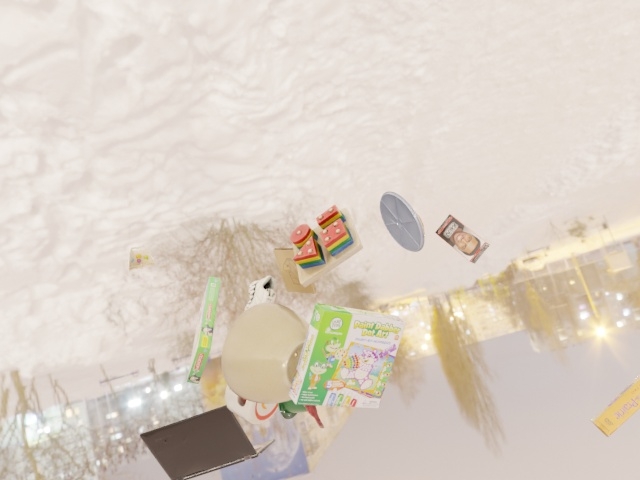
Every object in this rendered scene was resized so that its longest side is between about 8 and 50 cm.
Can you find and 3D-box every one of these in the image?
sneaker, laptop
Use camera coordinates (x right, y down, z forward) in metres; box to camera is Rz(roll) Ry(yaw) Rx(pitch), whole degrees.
[{"bbox_3d":[-0.247,0.271,2.112,0.118,0.292,0.110,-33,129,30],"label":"sneaker"},{"bbox_3d":[-0.445,0.816,2.060,0.381,0.237,0.408,-20,168,8],"label":"laptop"}]

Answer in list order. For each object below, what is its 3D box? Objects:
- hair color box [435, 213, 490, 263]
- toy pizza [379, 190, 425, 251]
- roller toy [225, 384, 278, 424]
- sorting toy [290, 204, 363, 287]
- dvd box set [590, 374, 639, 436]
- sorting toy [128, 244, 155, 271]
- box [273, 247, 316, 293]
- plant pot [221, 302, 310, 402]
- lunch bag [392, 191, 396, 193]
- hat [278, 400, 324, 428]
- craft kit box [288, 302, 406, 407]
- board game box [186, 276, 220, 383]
[{"bbox_3d":[0.404,-0.006,1.428,0.043,0.141,0.072,20,110,-49],"label":"hair color box"},{"bbox_3d":[0.247,-0.059,1.487,0.032,0.201,0.201,-29,174,-18],"label":"toy pizza"},{"bbox_3d":[-0.238,0.538,1.785,0.146,0.210,0.191,16,-146,34],"label":"roller toy"},{"bbox_3d":[0.000,0.000,1.803,0.255,0.257,0.089,-35,123,12],"label":"sorting toy"},{"bbox_3d":[1.053,0.467,1.620,0.420,0.062,0.307,-46,149,6],"label":"dvd box set"},{"bbox_3d":[-0.578,0.052,1.596,0.083,0.075,0.045,-13,-150,-31],"label":"sorting toy"},{"bbox_3d":[-0.107,0.125,2.075,0.164,0.201,0.021,-1,-156,41],"label":"box"},{"bbox_3d":[-0.103,0.326,1.384,0.284,0.285,0.190,-8,-172,-41],"label":"plant pot"},{"bbox_3d":[0.262,-0.130,1.841,0.053,0.071,0.083,4,147,14],"label":"lunch bag"},{"bbox_3d":[-0.016,0.483,1.548,0.183,0.209,0.173,-1,147,27],"label":"hat"},{"bbox_3d":[0.070,0.294,1.254,0.249,0.247,0.061,12,-174,-28],"label":"craft kit box"},{"bbox_3d":[-0.417,0.316,1.796,0.046,0.318,0.214,13,129,-14],"label":"board game box"}]
